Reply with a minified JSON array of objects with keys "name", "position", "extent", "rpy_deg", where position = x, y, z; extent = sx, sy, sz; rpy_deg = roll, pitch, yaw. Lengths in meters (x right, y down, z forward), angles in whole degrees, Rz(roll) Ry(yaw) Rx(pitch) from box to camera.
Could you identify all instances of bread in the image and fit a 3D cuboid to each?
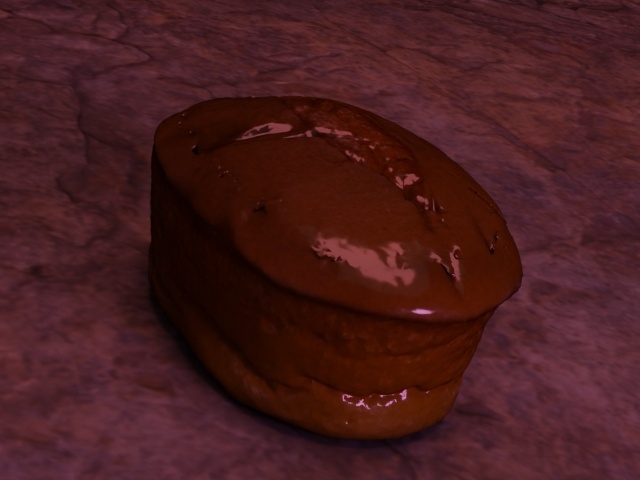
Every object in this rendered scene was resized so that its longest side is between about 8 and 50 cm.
[{"name":"bread","position":[0.000,0.000,0.860],"extent":[0.195,0.142,0.269],"rpy_deg":[0,30,-28]}]
